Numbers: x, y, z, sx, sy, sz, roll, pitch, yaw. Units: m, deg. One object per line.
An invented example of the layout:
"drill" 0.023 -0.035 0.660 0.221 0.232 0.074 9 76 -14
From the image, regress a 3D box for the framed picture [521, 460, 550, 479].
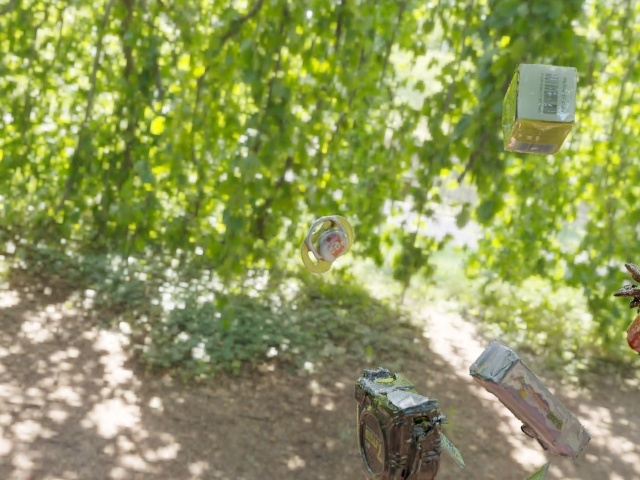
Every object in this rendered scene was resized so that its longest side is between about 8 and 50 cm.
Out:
"framed picture" 0.414 0.590 1.893 0.010 0.231 0.173 38 44 5

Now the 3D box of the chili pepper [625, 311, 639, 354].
"chili pepper" 0.644 0.149 1.607 0.086 0.084 0.192 -9 -31 -13

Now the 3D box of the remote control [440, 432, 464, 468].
"remote control" 0.262 0.430 1.805 0.124 0.018 0.053 49 13 -30

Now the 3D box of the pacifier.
"pacifier" 0.000 0.000 1.110 0.064 0.083 0.068 14 -38 57

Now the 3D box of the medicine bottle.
"medicine bottle" 0.504 -0.298 2.002 0.141 0.137 0.250 6 -11 5

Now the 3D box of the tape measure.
"tape measure" 0.129 0.327 1.442 0.112 0.186 0.199 -1 11 -19

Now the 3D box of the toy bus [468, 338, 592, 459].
"toy bus" 0.475 0.363 1.922 0.317 0.112 0.138 44 -7 -20

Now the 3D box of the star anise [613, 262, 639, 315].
"star anise" 0.705 0.105 1.817 0.167 0.168 0.057 12 25 8
